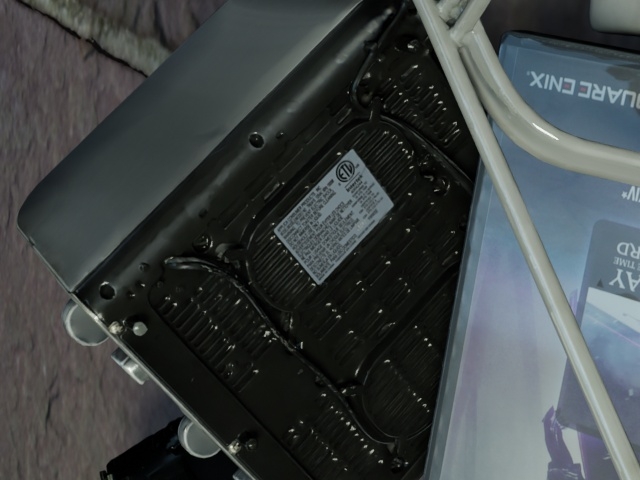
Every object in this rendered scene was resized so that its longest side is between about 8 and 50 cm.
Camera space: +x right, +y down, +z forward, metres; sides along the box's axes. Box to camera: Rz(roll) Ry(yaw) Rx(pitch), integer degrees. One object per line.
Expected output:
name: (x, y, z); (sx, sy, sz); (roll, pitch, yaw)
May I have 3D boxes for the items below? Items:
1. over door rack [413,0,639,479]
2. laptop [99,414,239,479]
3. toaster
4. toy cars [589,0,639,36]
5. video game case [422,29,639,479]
over door rack: (0.116, 0.008, 0.248); (0.239, 0.108, 0.324); (119, 143, -68)
laptop: (-0.024, 0.219, 0.704); (0.264, 0.136, 0.234); (-34, 62, 22)
toaster: (0.000, 0.000, 0.492); (0.186, 0.168, 0.110); (-47, 34, -11)
toy cars: (0.102, -0.180, 0.440); (0.176, 0.087, 0.394); (-57, 48, 40)
video game case: (0.125, 0.084, 0.415); (0.196, 0.026, 0.274); (17, 106, 32)
